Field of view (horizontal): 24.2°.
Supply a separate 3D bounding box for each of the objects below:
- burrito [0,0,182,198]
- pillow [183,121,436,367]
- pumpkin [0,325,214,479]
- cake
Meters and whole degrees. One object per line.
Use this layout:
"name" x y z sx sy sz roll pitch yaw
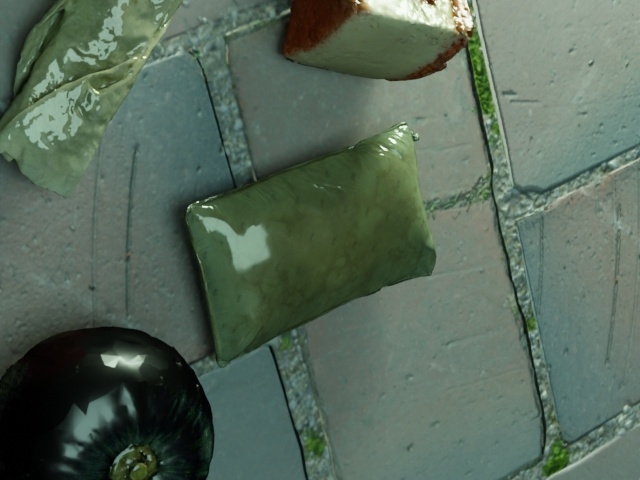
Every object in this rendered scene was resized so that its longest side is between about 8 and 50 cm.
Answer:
"burrito" -0.194 -0.232 1.434 0.117 0.076 0.392 33 81 -32
"pillow" 0.000 0.000 1.607 0.302 0.075 0.185 -23 112 -27
"pumpkin" -0.214 0.193 1.447 0.233 0.163 0.233 -8 105 -32
"cake" 0.070 -0.302 1.548 0.158 0.159 0.262 6 94 -31
